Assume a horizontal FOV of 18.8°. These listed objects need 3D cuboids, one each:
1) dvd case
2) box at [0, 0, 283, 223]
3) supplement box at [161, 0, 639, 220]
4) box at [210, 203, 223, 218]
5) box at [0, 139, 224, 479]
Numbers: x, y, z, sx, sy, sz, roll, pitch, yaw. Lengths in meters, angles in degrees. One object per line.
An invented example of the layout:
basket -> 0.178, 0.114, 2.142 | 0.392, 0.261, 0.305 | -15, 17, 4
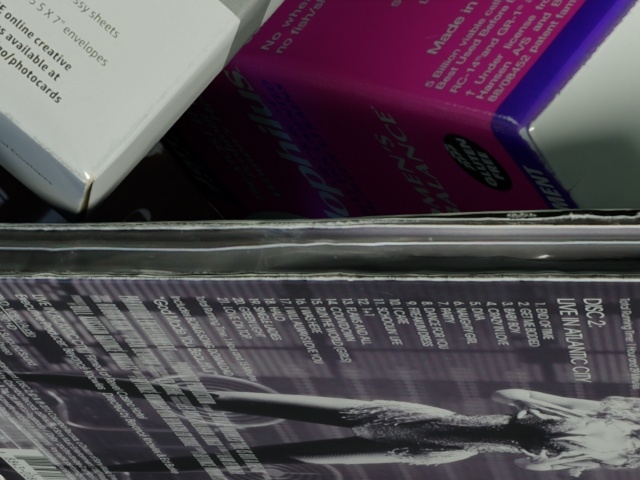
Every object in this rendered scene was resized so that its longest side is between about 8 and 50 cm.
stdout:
dvd case -> 0.017, 0.034, 0.427 | 0.221, 0.018, 0.164 | 0, 156, 13
box -> -0.043, -0.119, 0.397 | 0.145, 0.186, 0.038 | 41, 162, 0
supplement box -> 0.042, -0.050, 0.530 | 0.220, 0.114, 0.111 | 22, 156, 54
box -> 0.000, 0.000, 0.798 | 0.130, 0.091, 0.170 | 28, 159, 39
box -> -0.113, 0.028, 0.598 | 0.167, 0.168, 0.203 | 44, 175, 35
